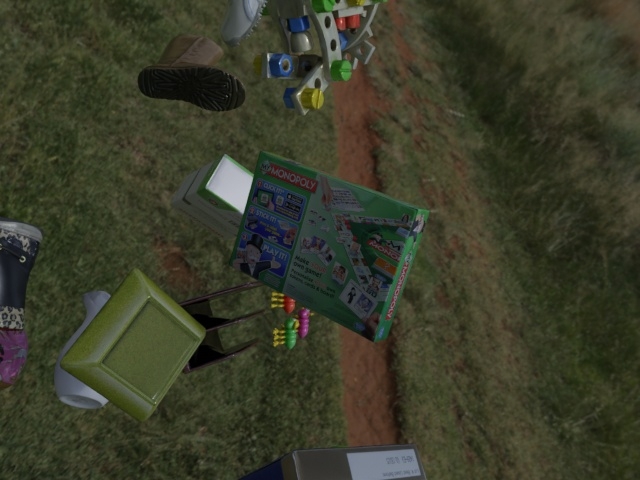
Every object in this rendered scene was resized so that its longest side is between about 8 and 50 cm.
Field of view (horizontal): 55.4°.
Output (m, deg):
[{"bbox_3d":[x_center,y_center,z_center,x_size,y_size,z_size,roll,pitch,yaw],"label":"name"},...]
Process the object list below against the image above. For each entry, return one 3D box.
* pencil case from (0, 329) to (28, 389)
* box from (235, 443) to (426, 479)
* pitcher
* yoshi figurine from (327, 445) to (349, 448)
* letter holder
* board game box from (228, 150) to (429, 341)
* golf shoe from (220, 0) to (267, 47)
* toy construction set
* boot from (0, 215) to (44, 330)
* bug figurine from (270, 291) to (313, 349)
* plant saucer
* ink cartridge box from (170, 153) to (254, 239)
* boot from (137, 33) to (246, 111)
[{"bbox_3d":[-0.749,0.184,1.157,0.386,0.159,0.167,45,41,-57],"label":"pencil case"},{"bbox_3d":[-0.043,0.214,0.485,0.136,0.225,0.037,16,50,-44],"label":"box"},{"bbox_3d":[-0.427,0.230,1.219,0.177,0.125,0.207,37,45,-38],"label":"pitcher"},{"bbox_3d":[-0.017,0.528,1.292,0.203,0.362,0.203,57,41,-11],"label":"yoshi figurine"},{"bbox_3d":[-0.201,0.188,1.438,0.302,0.214,0.152,29,44,-85],"label":"letter holder"},{"bbox_3d":[0.000,0.000,0.992,0.317,0.214,0.046,25,13,32],"label":"board game box"},{"bbox_3d":[-0.102,-0.331,0.762,0.085,0.176,0.069,8,39,-35],"label":"golf shoe"},{"bbox_3d":[0.021,-0.332,0.938,0.328,0.151,0.215,-48,136,-58],"label":"toy construction set"},{"bbox_3d":[-0.553,0.044,0.934,0.236,0.085,0.179,15,71,-46],"label":"boot"},{"bbox_3d":[-0.069,0.192,1.760,0.279,0.072,0.217,-24,120,-75],"label":"bug figurine"},{"bbox_3d":[-0.282,0.174,0.979,0.188,0.045,0.188,51,61,-35],"label":"plant saucer"},{"bbox_3d":[-0.258,-0.107,1.646,0.198,0.272,0.115,35,67,-25],"label":"ink cartridge box"},{"bbox_3d":[-0.257,-0.385,1.348,0.236,0.089,0.270,11,32,-1],"label":"boot"}]
